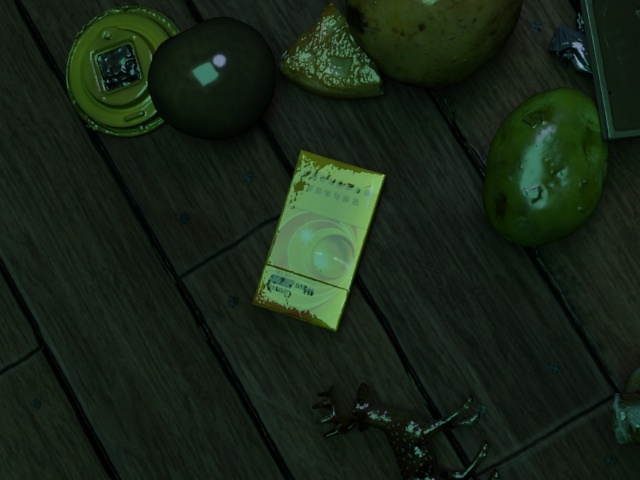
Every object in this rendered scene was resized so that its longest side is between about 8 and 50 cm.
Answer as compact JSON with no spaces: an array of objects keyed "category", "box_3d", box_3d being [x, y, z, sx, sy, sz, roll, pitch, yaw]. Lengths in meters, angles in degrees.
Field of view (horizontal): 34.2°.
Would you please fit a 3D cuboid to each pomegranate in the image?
[{"category":"pomegranate","box_3d":[0.172,-0.372,1.598,0.281,0.281,0.281,-1,87,11]}]

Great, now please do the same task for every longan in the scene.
[{"category":"longan","box_3d":[-0.177,-0.261,1.698,0.212,0.198,0.198,-6,86,0]}]

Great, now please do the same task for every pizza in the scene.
[{"category":"pizza","box_3d":[0.020,-0.314,1.728,0.182,0.062,0.161,0,94,16]}]

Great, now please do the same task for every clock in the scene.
[{"category":"clock","box_3d":[-0.339,-0.296,1.797,0.237,0.057,0.237,0,88,12]}]

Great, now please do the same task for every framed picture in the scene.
[{"category":"framed picture","box_3d":[0.514,-0.327,1.591,0.247,0.022,0.335,-7,85,-16]}]

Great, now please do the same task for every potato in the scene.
[{"category":"potato","box_3d":[0.348,-0.112,1.606,0.186,0.148,0.253,29,91,-6]}]

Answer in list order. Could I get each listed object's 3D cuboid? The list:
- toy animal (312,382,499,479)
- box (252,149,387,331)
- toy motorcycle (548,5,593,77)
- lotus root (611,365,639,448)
[{"category":"toy animal","box_3d":[0.132,0.324,1.657,0.260,0.087,0.243,-18,82,7]},{"category":"box","box_3d":[0.000,0.000,1.720,0.152,0.043,0.269,18,91,12]},{"category":"toy motorcycle","box_3d":[0.435,-0.267,1.629,0.122,0.080,0.215,-21,85,8]},{"category":"lotus root","box_3d":[0.603,0.244,1.534,0.349,0.175,0.175,0,87,7]}]
